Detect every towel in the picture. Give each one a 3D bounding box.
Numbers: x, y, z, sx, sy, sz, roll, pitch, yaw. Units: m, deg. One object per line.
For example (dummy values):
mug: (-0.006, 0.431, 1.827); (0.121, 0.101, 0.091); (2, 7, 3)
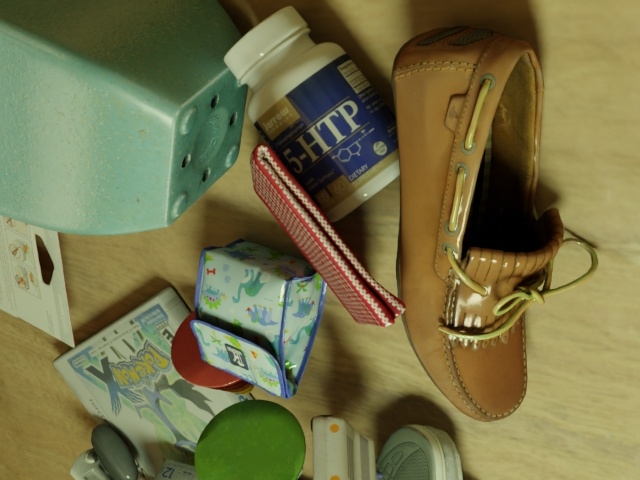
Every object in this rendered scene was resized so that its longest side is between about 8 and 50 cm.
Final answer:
towel: (0.000, 0.000, 1.069); (0.199, 0.031, 0.275); (51, 176, 0)

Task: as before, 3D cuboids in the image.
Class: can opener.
can opener: (-0.249, 0.385, 1.560); (0.280, 0.074, 0.093); (43, 143, 19)

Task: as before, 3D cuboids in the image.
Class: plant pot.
plant pot: (-0.214, -0.150, 1.116); (0.252, 0.248, 0.247); (24, 132, 15)

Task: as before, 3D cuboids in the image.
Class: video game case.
video game case: (-0.208, 0.238, 1.523); (0.329, 0.036, 0.300); (-30, 97, 47)

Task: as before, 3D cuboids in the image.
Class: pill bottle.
pill bottle: (-0.003, -0.121, 1.040); (0.186, 0.112, 0.112); (52, 138, -2)

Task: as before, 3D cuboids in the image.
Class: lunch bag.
lunch bag: (-0.073, 0.089, 1.235); (0.129, 0.096, 0.151); (20, 111, 31)

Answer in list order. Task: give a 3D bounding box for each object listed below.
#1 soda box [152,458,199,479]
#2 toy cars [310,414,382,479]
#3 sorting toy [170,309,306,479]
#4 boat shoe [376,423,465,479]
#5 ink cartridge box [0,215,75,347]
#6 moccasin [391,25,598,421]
soda box: (-0.097, 0.377, 1.437); (0.286, 0.098, 0.091); (8, 136, 26)
toy cars: (0.042, 0.349, 1.227); (0.087, 0.176, 0.393); (-2, 112, 3)
sorting toy: (-0.073, 0.246, 1.280); (0.126, 0.127, 0.365); (69, -179, -54)
boat shoe: (0.131, 0.340, 1.274); (0.118, 0.103, 0.320); (28, 131, 49)
ink cartridge box: (-0.418, -0.014, 1.508); (0.239, 0.060, 0.275); (21, 130, 27)
moccasin: (0.156, -0.001, 0.985); (0.147, 0.139, 0.380); (19, 120, 41)
